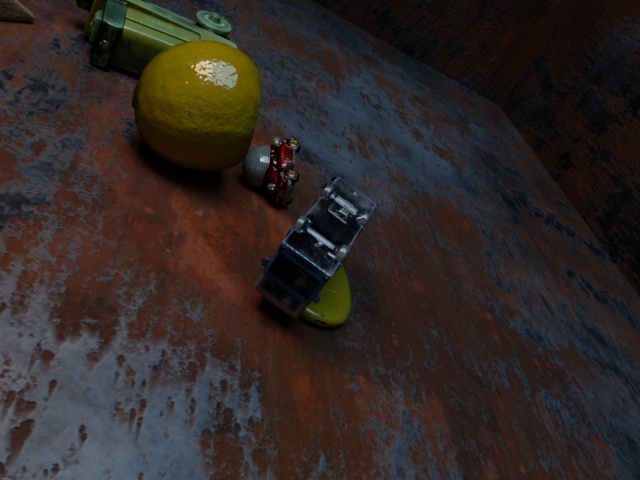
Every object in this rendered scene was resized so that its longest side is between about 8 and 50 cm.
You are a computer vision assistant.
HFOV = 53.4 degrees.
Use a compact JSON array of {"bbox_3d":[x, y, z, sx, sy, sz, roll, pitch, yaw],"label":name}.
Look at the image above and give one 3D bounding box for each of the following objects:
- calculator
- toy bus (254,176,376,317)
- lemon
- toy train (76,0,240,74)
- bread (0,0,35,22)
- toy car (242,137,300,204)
[{"bbox_3d":[-0.011,0.064,1.132,0.146,0.032,0.235,21,33,-22],"label":"calculator"},{"bbox_3d":[0.000,0.000,1.073,0.106,0.131,0.297,36,32,0],"label":"toy bus"},{"bbox_3d":[-0.235,-0.251,1.178,0.219,0.240,0.240,7,37,-22],"label":"lemon"},{"bbox_3d":[-0.358,-0.454,1.453,0.397,0.160,0.253,18,40,-27],"label":"toy train"},{"bbox_3d":[-0.672,-0.473,1.286,0.077,0.105,0.152,45,-1,20],"label":"bread"},{"bbox_3d":[-0.104,-0.143,1.295,0.112,0.112,0.139,9,44,-12],"label":"toy car"}]
